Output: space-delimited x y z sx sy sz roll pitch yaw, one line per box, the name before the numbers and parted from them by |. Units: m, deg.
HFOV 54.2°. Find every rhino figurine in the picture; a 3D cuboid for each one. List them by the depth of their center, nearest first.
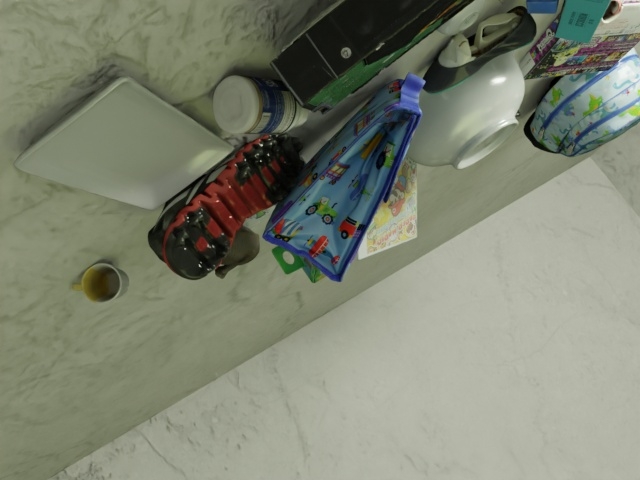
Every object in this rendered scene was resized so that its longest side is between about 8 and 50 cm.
rhino figurine | -0.192 0.009 1.070 0.106 0.073 0.243 -33 161 21

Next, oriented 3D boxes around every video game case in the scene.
video game case | -0.087 -0.079 1.117 0.143 0.019 0.157 -32 167 -8
video game case | 0.545 -0.408 1.247 0.232 0.041 0.210 -11 159 -18
video game case | 0.133 -0.084 1.287 0.026 0.206 0.227 8 -163 38

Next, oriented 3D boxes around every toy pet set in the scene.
toy pet set | 0.314 -0.370 0.907 0.122 0.065 0.114 -36 165 13

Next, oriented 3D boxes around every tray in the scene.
tray | -0.208 -0.105 0.712 0.145 0.030 0.270 -34 167 8

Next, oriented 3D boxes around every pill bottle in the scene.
pill bottle | -0.067 -0.162 0.756 0.067 0.067 0.120 -41 165 32

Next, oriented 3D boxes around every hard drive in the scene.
hard drive | 0.109 -0.265 0.681 0.339 0.064 0.237 -37 -176 11

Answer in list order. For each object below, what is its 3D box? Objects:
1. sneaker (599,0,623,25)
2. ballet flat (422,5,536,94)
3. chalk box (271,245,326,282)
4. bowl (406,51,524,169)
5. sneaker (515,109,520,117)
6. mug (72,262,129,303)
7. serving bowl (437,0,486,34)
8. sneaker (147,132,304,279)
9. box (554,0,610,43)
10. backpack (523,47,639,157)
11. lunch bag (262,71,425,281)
sneaker | 0.505 -0.424 1.085 0.134 0.051 0.070 -53 -152 -3
ballet flat | 0.245 -0.309 0.992 0.203 0.074 0.074 -28 167 3
chalk box | 0.000 0.000 1.364 0.213 0.132 0.132 -30 166 -11
bowl | 0.277 -0.229 1.189 0.298 0.134 0.298 -31 167 -8
sneaker | 0.399 -0.293 1.450 0.075 0.057 0.161 -23 179 44
mug | -0.339 0.064 0.985 0.064 0.078 0.062 39 74 -85
serving bowl | 0.206 -0.325 0.901 0.083 0.027 0.083 -32 167 -9
sneaker | -0.138 -0.062 0.887 0.135 0.097 0.276 8 -132 47
box | 0.409 -0.387 0.948 0.244 0.060 0.100 -1 107 -75
backpack | 0.678 -0.346 1.547 0.290 0.273 0.355 -27 155 4
lunch bag | 0.057 -0.123 0.937 0.293 0.138 0.221 -57 -174 23
